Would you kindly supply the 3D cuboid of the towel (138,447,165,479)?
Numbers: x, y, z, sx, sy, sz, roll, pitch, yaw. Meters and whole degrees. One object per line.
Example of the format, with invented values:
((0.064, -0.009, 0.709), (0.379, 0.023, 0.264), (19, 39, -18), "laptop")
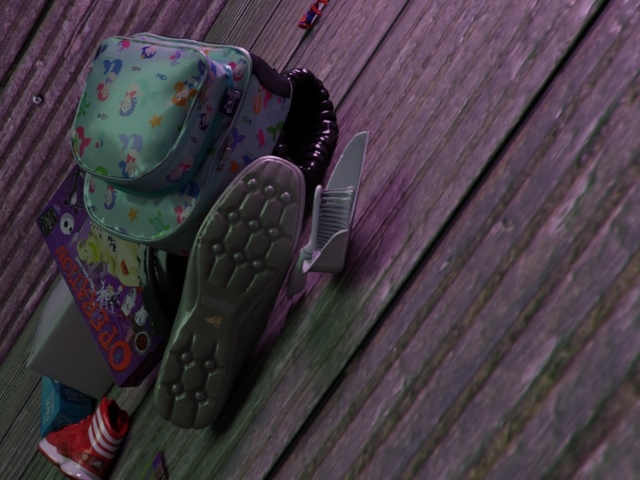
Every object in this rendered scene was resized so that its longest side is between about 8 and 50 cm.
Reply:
((-0.210, 0.298, 1.138), (0.060, 0.009, 0.083), (-59, 18, 2), "towel")

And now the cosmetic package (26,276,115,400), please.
((-0.352, 0.065, 1.629), (0.385, 0.156, 0.217), (-52, 22, 19), "cosmetic package")

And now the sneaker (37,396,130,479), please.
((-0.352, 0.303, 1.419), (0.128, 0.087, 0.221), (-56, 29, -16), "sneaker")

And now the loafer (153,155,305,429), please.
((-0.103, 0.055, 1.040), (0.111, 0.112, 0.319), (-83, 17, -85), "loafer")

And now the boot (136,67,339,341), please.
((-0.107, -0.044, 1.213), (0.260, 0.131, 0.348), (-13, 69, 34), "boot")

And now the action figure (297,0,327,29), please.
((-0.017, -0.412, 1.696), (0.038, 0.030, 0.115), (-58, 13, -14), "action figure")

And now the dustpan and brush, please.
((0.000, 0.000, 0.963), (0.211, 0.060, 0.147), (99, -177, -48), "dustpan and brush")

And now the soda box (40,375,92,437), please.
((-0.469, 0.276, 1.695), (0.071, 0.067, 0.210), (-53, 30, 18), "soda box")

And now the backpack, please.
((-0.175, -0.112, 1.087), (0.225, 0.191, 0.254), (17, 92, 33), "backpack")

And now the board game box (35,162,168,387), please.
((-0.314, 0.028, 1.429), (0.208, 0.056, 0.347), (-50, 60, 27), "board game box")
